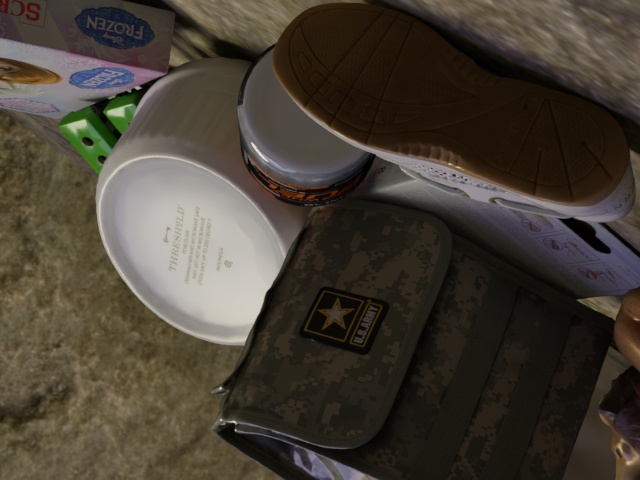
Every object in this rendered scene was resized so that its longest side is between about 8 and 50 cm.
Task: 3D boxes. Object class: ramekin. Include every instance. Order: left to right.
[{"bbox_3d":[-0.086,-0.023,1.772,0.273,0.127,0.273,18,132,21],"label":"ramekin"}]

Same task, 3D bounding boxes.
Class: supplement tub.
[{"bbox_3d":[-0.009,-0.091,1.546,0.117,0.117,0.190,34,173,4],"label":"supplement tub"}]

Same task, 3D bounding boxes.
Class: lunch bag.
[{"bbox_3d":[0.072,0.116,1.611,0.287,0.235,0.169,29,154,-9],"label":"lunch bag"}]

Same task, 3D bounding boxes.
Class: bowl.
[{"bbox_3d":[0.294,0.187,1.868,0.298,0.134,0.298,31,-177,-2],"label":"bowl"}]

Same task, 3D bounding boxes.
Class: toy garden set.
[{"bbox_3d":[-0.109,-0.084,1.898,0.244,0.049,0.204,-13,128,38],"label":"toy garden set"}]

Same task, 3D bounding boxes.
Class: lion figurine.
[{"bbox_3d":[0.311,0.115,1.542,0.240,0.142,0.392,38,162,34],"label":"lion figurine"}]

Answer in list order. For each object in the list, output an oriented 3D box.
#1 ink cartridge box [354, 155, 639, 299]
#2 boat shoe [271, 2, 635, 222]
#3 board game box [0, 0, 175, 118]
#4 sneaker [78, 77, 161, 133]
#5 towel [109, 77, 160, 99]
[{"bbox_3d":[0.167,-0.018,1.599,0.189,0.066,0.232,38,151,-24],"label":"ink cartridge box"},{"bbox_3d":[0.089,-0.075,1.294,0.277,0.098,0.096,29,170,29],"label":"boat shoe"},{"bbox_3d":[-0.346,-0.196,1.838,0.318,0.066,0.319,10,172,-25],"label":"board game box"},{"bbox_3d":[-0.193,-0.143,2.087,0.083,0.118,0.222,16,-163,-44],"label":"sneaker"},{"bbox_3d":[-0.238,-0.180,2.294,0.248,0.038,0.325,31,172,31],"label":"towel"}]
